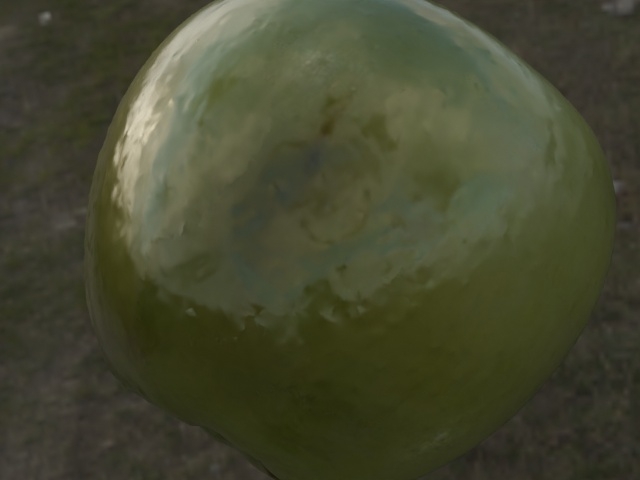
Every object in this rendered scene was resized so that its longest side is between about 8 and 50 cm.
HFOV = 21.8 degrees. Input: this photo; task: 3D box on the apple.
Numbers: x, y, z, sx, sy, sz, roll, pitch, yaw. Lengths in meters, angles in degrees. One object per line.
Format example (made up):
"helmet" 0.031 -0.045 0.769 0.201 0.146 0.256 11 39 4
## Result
"apple" -0.012 -0.010 0.918 0.295 0.233 0.257 9 67 61
